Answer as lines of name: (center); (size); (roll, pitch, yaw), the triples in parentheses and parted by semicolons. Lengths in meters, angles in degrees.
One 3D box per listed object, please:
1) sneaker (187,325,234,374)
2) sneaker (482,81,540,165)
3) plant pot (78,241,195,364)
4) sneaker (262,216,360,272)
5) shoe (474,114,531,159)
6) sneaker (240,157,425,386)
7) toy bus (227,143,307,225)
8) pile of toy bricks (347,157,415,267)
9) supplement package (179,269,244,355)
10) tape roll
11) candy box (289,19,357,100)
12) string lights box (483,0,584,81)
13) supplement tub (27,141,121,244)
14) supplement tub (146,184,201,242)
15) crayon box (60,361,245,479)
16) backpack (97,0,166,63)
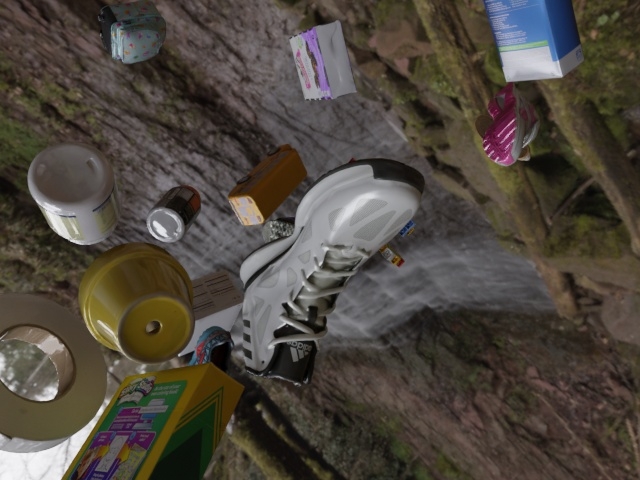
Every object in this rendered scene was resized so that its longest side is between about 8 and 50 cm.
sneaker: (-0.323, 0.378, 1.556); (0.104, 0.262, 0.125); (23, 172, -38)
sneaker: (0.450, -0.256, 1.251); (0.111, 0.103, 0.252); (32, -128, -14)
plant pot: (-0.396, 0.154, 1.227); (0.254, 0.254, 0.239); (38, 174, -32)
sneaker: (0.000, -0.001, 1.477); (0.293, 0.102, 0.146); (24, -156, 25)
shoe: (0.571, -0.318, 1.710); (0.058, 0.077, 0.219); (6, -143, -49)
sneaker: (0.011, 0.083, 0.851); (0.169, 0.447, 0.258); (17, -127, -28)
toy bus: (-0.150, -0.182, 1.679); (0.333, 0.130, 0.108); (-52, -55, -42)
pile of toy bricks: (0.107, -0.053, 1.021); (0.212, 0.118, 0.105); (47, -170, 27)
supplement package: (-0.414, 0.255, 1.911); (0.204, 0.262, 0.145); (-19, -117, -36)
tape roll: (-0.692, 0.304, 1.293); (0.392, 0.072, 0.392); (45, -157, -24)
candy box: (0.002, -0.431, 1.332); (0.196, 0.070, 0.165); (-149, 40, -66)
string lights box: (0.382, -0.432, 1.008); (0.133, 0.076, 0.260); (20, 141, 57)
supplement tub: (-0.757, -0.135, 1.717); (0.235, 0.235, 0.325); (43, 155, 5)
supplement tub: (-0.419, -0.085, 1.590); (0.117, 0.117, 0.190); (41, -156, -14)
crayon box: (-0.346, 0.409, 1.062); (0.106, 0.362, 0.313); (46, -131, -24)
backpack: (-0.576, -0.657, 1.713); (0.144, 0.188, 0.166); (49, 150, 12)
